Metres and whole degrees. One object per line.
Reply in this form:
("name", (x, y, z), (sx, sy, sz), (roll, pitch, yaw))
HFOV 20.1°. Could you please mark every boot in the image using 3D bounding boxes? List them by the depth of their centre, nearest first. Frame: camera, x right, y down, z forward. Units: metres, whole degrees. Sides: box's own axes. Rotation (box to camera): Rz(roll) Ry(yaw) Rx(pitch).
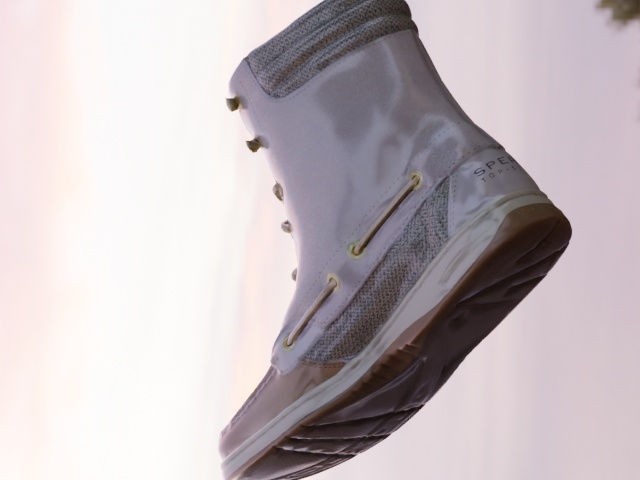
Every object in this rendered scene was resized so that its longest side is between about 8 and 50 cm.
("boot", (0.000, 0.000, 0.834), (0.077, 0.213, 0.165), (1, -130, -49))
